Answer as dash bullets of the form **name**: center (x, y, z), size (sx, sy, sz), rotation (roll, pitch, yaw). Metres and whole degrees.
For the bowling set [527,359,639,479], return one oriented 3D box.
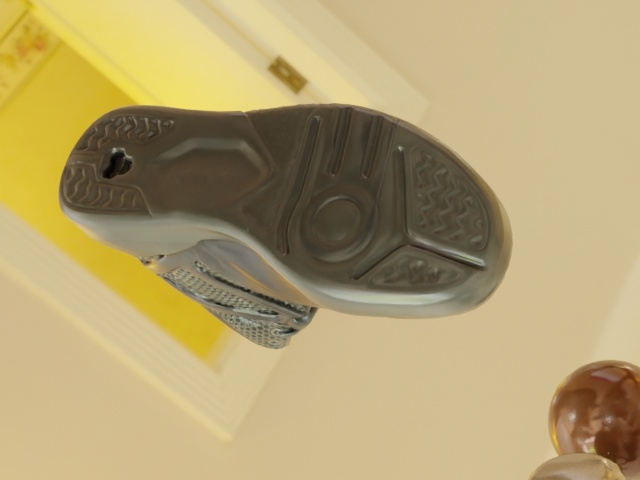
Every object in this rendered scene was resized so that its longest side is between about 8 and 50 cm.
- **bowling set**: center (0.166, 0.141, 0.504), size (0.287, 0.154, 0.200), rotation (-16, -159, 1)

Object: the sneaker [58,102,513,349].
- **sneaker**: center (0.000, 0.000, 0.596), size (0.227, 0.130, 0.087), rotation (7, -109, 36)
